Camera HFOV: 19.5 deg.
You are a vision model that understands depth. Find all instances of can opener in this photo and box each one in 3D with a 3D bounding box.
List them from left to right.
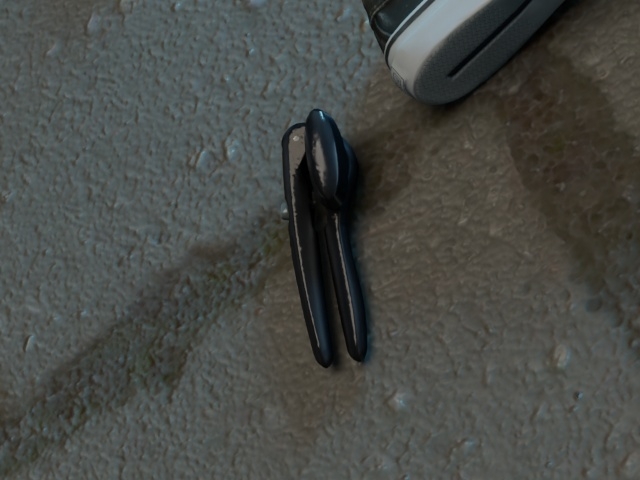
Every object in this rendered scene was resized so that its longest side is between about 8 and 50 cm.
[{"bbox_3d":[0.000,0.000,1.344,0.059,0.073,0.186,-7,81,20],"label":"can opener"}]

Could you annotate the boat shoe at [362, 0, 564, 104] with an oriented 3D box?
[{"bbox_3d":[0.154,-0.242,1.286,0.335,0.121,0.119,-40,64,16],"label":"boat shoe"}]
